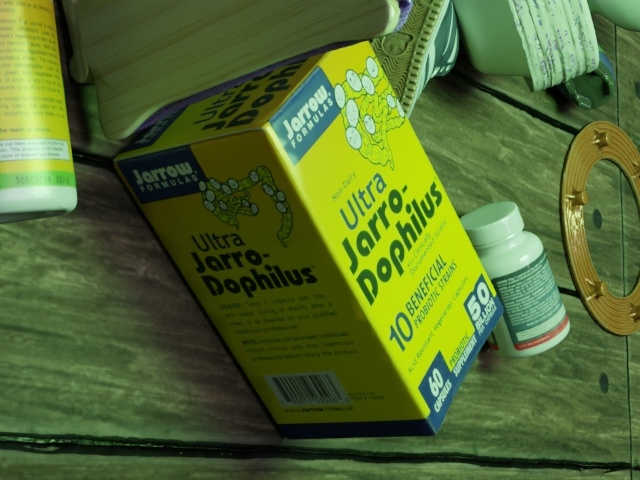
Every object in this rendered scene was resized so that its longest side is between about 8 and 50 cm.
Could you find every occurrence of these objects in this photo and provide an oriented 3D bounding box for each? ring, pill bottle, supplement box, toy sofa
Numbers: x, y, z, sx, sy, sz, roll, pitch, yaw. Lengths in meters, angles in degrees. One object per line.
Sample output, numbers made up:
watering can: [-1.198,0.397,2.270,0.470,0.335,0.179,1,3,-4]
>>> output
ring: [0.464,-0.021,1.942,0.336,0.032,0.336,12,74,-49]
pill bottle: [-0.268,-0.136,0.957,0.136,0.136,0.245,-6,88,-52]
supplement box: [0.000,0.000,1.222,0.356,0.195,0.194,60,43,-24]
toy sofa: [-0.048,-0.213,1.069,0.150,0.362,0.177,-13,87,-52]
pill bottle: [0.238,0.048,1.583,0.108,0.108,0.180,-41,116,-47]

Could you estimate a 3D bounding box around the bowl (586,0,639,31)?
bowl: [0.402,-0.406,1.750,0.298,0.134,0.298,46,31,-37]

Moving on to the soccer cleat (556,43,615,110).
soccer cleat: [0.329,-0.311,1.804,0.289,0.093,0.121,51,17,-27]

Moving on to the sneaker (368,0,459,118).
sneaker: [0.081,-0.182,1.435,0.282,0.099,0.153,-65,166,-7]

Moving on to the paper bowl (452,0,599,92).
paper bowl: [0.229,-0.320,1.553,0.284,0.148,0.284,-20,90,-83]
